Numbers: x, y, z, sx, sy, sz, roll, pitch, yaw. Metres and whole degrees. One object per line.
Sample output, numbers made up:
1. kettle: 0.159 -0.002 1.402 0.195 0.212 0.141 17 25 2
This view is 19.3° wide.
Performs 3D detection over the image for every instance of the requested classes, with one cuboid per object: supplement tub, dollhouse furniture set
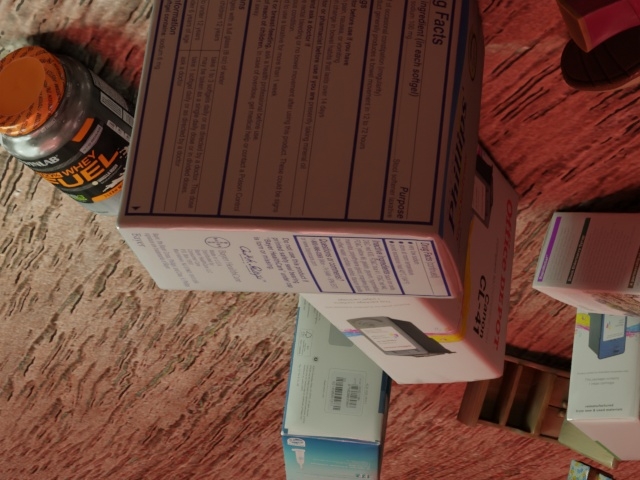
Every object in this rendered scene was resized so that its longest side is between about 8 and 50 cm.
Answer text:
1. supplement tub: -0.249 -0.112 1.897 0.117 0.117 0.190 -7 153 30
2. dollhouse furniture set: 0.306 0.222 2.396 0.161 0.212 0.242 16 -178 -22

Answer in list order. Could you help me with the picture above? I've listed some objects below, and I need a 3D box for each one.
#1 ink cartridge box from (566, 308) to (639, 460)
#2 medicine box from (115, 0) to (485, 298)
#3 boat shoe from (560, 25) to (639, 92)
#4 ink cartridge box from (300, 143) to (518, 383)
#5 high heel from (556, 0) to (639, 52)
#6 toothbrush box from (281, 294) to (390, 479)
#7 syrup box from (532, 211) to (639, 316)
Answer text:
1. ink cartridge box: 0.362 0.131 2.162 0.093 0.212 0.154 -4 155 32
2. medicine box: -0.011 -0.097 1.681 0.289 0.263 0.149 2 157 12
3. boat shoe: 0.301 -0.175 1.672 0.072 0.068 0.190 -3 170 -42
4. ink cartridge box: 0.087 -0.011 1.899 0.131 0.226 0.306 -4 155 27
5. high heel: 0.236 -0.260 1.515 0.117 0.082 0.244 -32 134 -5
6. toothbrush box: 0.026 0.200 2.407 0.126 0.216 0.295 6 156 3
7. syrup box: 0.345 0.028 2.004 0.093 0.096 0.237 25 168 -33
